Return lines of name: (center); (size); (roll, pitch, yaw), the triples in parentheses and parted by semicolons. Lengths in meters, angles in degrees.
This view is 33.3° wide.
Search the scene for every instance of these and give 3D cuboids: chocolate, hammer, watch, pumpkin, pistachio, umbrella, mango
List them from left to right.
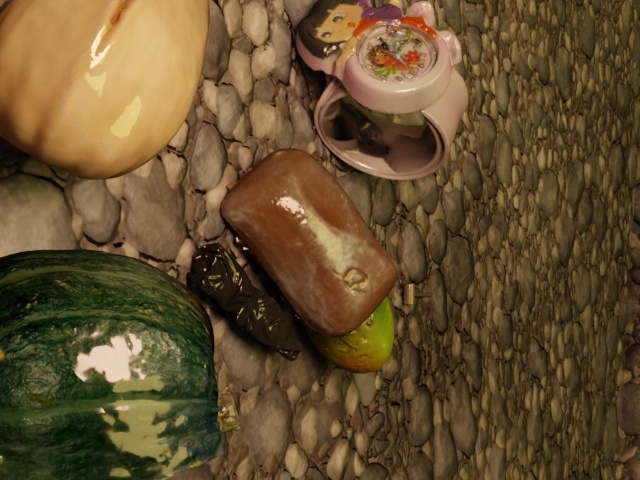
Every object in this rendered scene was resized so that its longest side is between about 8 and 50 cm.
pumpkin: (-0.211, 0.102, 0.928); (0.264, 0.293, 0.196); (-8, 94, -15)
pistachio: (-0.205, -0.188, 1.029); (0.194, 0.214, 0.318); (28, 52, -13)
umbrella: (-0.085, 0.085, 1.343); (0.066, 0.059, 0.235); (-59, 138, -15)
chocolate: (0.001, 0.001, 1.366); (0.261, 0.083, 0.161); (50, 63, -17)
mango: (0.031, 0.081, 1.485); (0.125, 0.111, 0.232); (-48, 125, -53)
watch: (0.085, -0.216, 1.519); (0.231, 0.244, 0.196); (81, 27, -57)
hammer: (0.168, 0.090, 1.795); (0.110, 0.019, 0.035); (5, 84, -61)

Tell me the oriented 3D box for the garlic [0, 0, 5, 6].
garlic: (-0.323, -0.246, 0.946); (0.101, 0.087, 0.195); (75, 28, -46)
